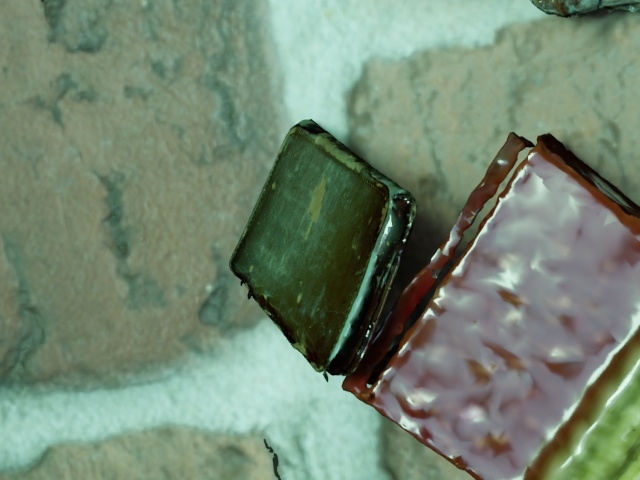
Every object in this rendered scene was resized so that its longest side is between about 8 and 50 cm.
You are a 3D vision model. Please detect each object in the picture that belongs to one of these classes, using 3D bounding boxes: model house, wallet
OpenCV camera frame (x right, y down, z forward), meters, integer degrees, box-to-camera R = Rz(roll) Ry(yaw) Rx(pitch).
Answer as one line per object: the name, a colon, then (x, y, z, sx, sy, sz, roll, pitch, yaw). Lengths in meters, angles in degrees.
model house: (0.170, 0.081, 0.817, 0.254, 0.160, 0.196, 37, 100, 16)
wallet: (0.000, 0.000, 0.869, 0.031, 0.232, 0.122, 19, 99, -21)

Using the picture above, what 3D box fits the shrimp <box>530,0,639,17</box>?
shrimp: (0.220, -0.181, 0.852, 0.190, 0.075, 0.073, -10, 53, 10)
